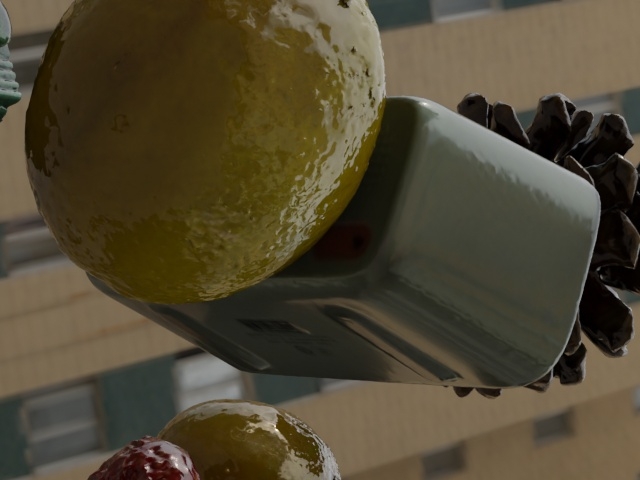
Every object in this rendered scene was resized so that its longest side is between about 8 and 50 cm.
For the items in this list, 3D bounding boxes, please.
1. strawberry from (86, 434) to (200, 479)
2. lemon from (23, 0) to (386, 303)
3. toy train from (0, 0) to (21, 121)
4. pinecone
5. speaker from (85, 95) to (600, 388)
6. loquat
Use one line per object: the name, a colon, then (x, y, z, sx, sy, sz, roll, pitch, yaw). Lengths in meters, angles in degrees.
strawberry: (-0.173, 0.328, 1.502, 0.261, 0.258, 0.261, 49, -21, 26)
lemon: (-0.077, -0.084, 1.147, 0.236, 0.236, 0.263, 58, -29, 32)
toy train: (-0.396, -0.116, 1.291, 0.178, 0.330, 0.138, 33, 37, -69)
pinecone: (0.248, -0.017, 1.922, 0.384, 0.384, 0.384, 35, -48, 52)
speaker: (0.000, 0.000, 1.348, 0.406, 0.184, 0.183, -1, -114, 50)
loquat: (-0.071, 0.273, 1.757, 0.244, 0.244, 0.244, 35, -48, 52)
